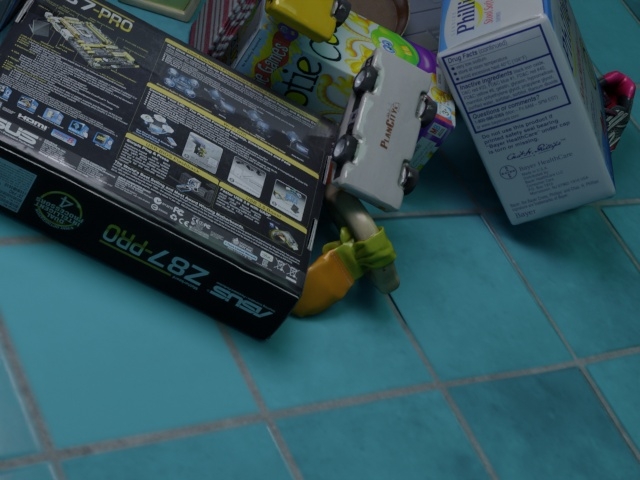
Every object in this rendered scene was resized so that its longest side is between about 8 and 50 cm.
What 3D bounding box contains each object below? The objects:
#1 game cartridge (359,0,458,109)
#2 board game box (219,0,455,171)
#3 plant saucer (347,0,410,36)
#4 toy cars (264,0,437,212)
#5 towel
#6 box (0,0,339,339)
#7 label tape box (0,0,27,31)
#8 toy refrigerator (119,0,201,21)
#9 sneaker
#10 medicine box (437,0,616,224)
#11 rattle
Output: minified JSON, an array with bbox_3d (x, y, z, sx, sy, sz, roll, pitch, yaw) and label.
[{"bbox_3d":[0.212,-0.312,1.993,0.355,0.068,0.230,-20,69,-47],"label":"game cartridge"},{"bbox_3d":[0.018,-0.197,1.653,0.275,0.142,0.144,24,40,-17],"label":"board game box"},{"bbox_3d":[0.042,-0.323,1.843,0.168,0.029,0.168,2,66,-4],"label":"plant saucer"},{"bbox_3d":[0.023,-0.215,1.509,0.176,0.087,0.393,-18,85,-33],"label":"toy cars"},{"bbox_3d":[-0.112,-0.285,1.595,0.029,0.197,0.144,21,41,-21],"label":"towel"},{"bbox_3d":[-0.185,-0.103,1.438,0.395,0.097,0.318,27,41,-14],"label":"box"},{"bbox_3d":[-0.466,-0.419,1.529,0.348,0.115,0.249,29,39,-7],"label":"label tape box"},{"bbox_3d":[-0.157,-0.406,1.626,0.102,0.269,0.094,14,43,-28],"label":"toy refrigerator"},{"bbox_3d":[0.387,-0.162,1.933,0.121,0.112,0.299,36,39,-2],"label":"sneaker"},{"bbox_3d":[0.275,-0.220,1.739,0.263,0.149,0.289,-81,149,-52],"label":"medicine box"},{"bbox_3d":[0.000,0.000,1.530,0.130,0.143,0.199,44,6,-48],"label":"rattle"}]
